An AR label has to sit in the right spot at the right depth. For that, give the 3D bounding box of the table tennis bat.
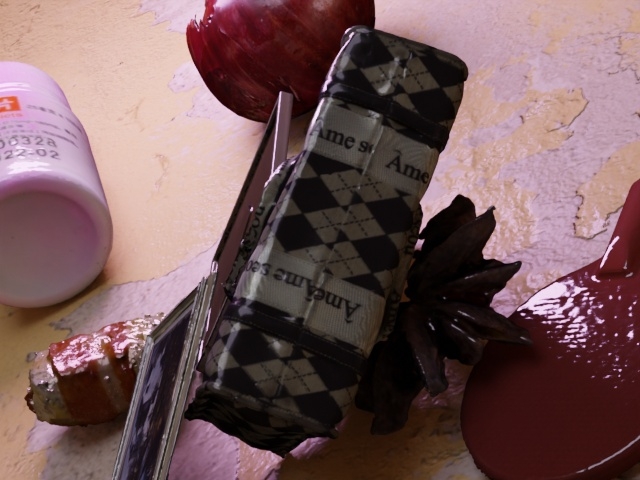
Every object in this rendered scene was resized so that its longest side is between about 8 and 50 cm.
[{"bbox_3d":[0.287,0.092,1.736,0.268,0.051,0.415,-6,42,39],"label":"table tennis bat"}]

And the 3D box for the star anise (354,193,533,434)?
[{"bbox_3d":[0.122,0.084,1.785,0.212,0.129,0.283,-20,38,58],"label":"star anise"}]

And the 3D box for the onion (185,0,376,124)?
[{"bbox_3d":[-0.046,-0.291,2.326,0.276,0.276,0.276,-21,35,16],"label":"onion"}]

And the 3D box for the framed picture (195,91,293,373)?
[{"bbox_3d":[-0.092,-0.007,2.018,0.211,0.020,0.289,-85,16,-50],"label":"framed picture"}]

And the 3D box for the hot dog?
[{"bbox_3d":[-0.256,0.162,2.046,0.213,0.103,0.146,-15,22,4],"label":"hot dog"}]

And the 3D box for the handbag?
[{"bbox_3d":[0.005,0.016,1.784,0.317,0.180,0.416,121,172,-76],"label":"handbag"}]

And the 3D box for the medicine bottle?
[{"bbox_3d":[-0.424,-0.090,2.384,0.219,0.219,0.388,-30,34,3],"label":"medicine bottle"}]

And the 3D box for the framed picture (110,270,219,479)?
[{"bbox_3d":[-0.185,0.195,1.827,0.232,0.019,0.296,138,149,-60],"label":"framed picture"}]
